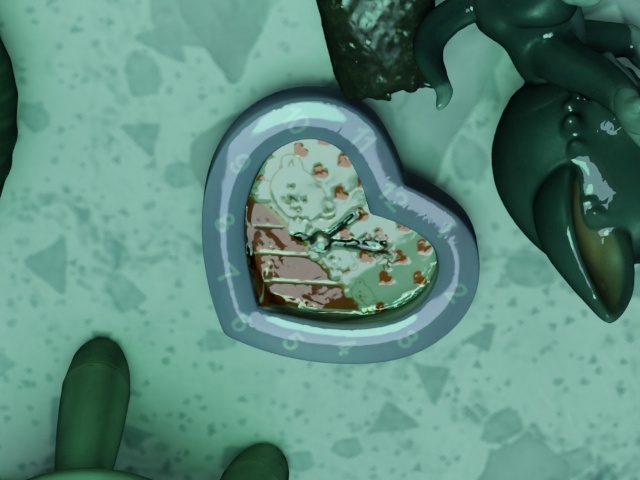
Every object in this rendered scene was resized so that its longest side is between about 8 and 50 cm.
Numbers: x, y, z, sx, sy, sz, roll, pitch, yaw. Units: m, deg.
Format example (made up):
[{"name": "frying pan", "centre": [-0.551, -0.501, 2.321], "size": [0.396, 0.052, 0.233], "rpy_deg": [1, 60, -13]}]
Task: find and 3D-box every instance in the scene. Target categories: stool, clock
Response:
[{"name": "stool", "centre": [-0.142, 0.205, 1.222], "size": [0.195, 0.198, 0.195], "rpy_deg": [34, 105, -11]}, {"name": "clock", "centre": [0.000, 0.000, 1.212], "size": [0.172, 0.064, 0.198], "rpy_deg": [-41, 104, 14]}]

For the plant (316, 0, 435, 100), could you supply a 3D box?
[{"name": "plant", "centre": [0.033, -0.163, 1.141], "size": [0.094, 0.092, 0.143], "rpy_deg": [-12, 112, 9]}]

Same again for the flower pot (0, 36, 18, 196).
[{"name": "flower pot", "centre": [-0.293, -0.059, 1.151], "size": [0.189, 0.157, 0.243], "rpy_deg": [25, 110, -9]}]

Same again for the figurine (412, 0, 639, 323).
[{"name": "figurine", "centre": [0.143, -0.087, 1.107], "size": [0.140, 0.193, 0.265], "rpy_deg": [-39, 108, 9]}]
